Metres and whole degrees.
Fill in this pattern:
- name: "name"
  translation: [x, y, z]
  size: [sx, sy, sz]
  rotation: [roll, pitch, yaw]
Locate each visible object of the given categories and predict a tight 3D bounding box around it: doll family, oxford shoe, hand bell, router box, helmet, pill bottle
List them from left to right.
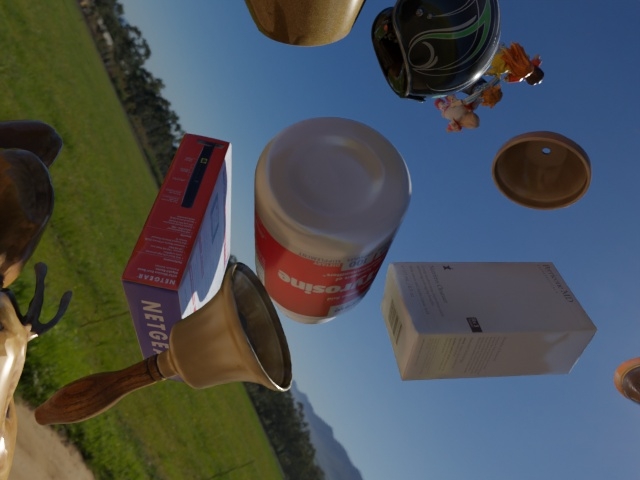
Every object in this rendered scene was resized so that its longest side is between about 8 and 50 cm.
- name: "hand bell"
  translation: [-0.161, 0.126, 0.499]
  size: [0.126, 0.241, 0.126]
  rotation: [-24, 90, -84]
- name: "router box"
  translation: [-0.231, 0.040, 0.918]
  size: [0.336, 0.082, 0.301]
  rotation: [104, -3, -52]
- name: "pill bottle"
  translation: [0.000, 0.000, 0.911]
  size: [0.229, 0.228, 0.408]
  rotation: [62, -17, 22]
- name: "helmet"
  translation: [0.165, -0.286, 0.723]
  size: [0.169, 0.161, 0.170]
  rotation: [158, -90, -86]
- name: "doll family"
  translation: [0.366, -0.354, 1.155]
  size: [0.118, 0.262, 0.163]
  rotation: [49, 6, -41]
- name: "oxford shoe"
  translation: [0.848, 0.297, 1.134]
  size: [0.133, 0.363, 0.130]
  rotation: [-34, 104, -80]

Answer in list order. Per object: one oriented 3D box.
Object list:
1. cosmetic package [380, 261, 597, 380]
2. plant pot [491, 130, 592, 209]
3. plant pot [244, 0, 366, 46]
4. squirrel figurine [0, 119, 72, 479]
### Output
- name: "cosmetic package"
  translation: [0.343, 0.166, 1.126]
  size: [0.217, 0.384, 0.156]
  rotation: [-104, -165, -49]
- name: "plant pot"
  translation: [0.569, -0.198, 1.343]
  size: [0.237, 0.110, 0.237]
  rotation: [22, -33, 15]
- name: "plant pot"
  translation: [-0.015, -0.342, 0.525]
  size: [0.254, 0.237, 0.237]
  rotation: [95, -29, -50]
- name: "squirrel figurine"
  translation: [-0.349, 0.079, 0.360]
  size: [0.370, 0.397, 0.281]
  rotation: [47, 3, 29]
